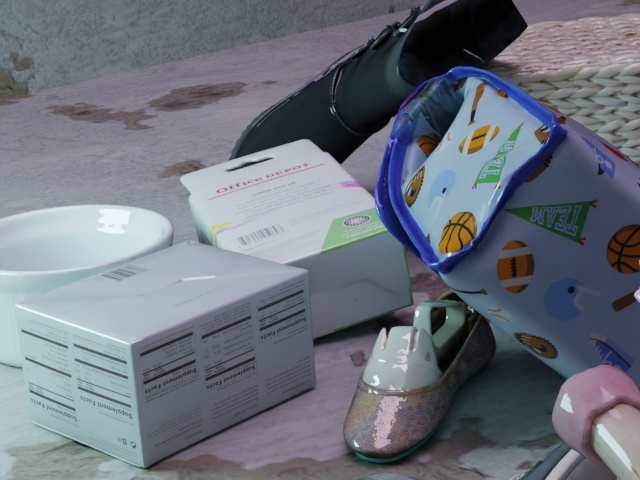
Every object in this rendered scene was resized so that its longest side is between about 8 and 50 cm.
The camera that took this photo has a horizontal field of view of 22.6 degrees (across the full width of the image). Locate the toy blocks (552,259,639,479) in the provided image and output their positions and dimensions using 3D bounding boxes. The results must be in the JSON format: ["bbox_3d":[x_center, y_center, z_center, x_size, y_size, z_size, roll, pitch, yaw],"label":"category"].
[{"bbox_3d":[0.317,0.189,1.201,0.308,0.289,0.260,-12,24,-12],"label":"toy blocks"}]

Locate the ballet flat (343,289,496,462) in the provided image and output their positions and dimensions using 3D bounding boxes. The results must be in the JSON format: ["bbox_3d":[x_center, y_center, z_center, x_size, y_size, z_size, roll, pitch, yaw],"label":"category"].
[{"bbox_3d":[0.104,0.130,1.732,0.107,0.106,0.316,3,20,22],"label":"ballet flat"}]

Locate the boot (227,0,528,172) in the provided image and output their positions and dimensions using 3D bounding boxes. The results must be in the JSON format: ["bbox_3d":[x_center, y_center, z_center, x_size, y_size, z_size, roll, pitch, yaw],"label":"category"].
[{"bbox_3d":[0.063,-0.188,2.270,0.367,0.146,0.445,-50,15,-18],"label":"boot"}]

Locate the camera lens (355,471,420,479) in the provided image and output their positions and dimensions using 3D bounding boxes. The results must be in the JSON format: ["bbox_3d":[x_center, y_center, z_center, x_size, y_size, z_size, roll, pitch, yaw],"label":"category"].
[{"bbox_3d":[-0.012,0.291,1.075,0.274,0.219,0.219,-15,21,-30],"label":"camera lens"}]

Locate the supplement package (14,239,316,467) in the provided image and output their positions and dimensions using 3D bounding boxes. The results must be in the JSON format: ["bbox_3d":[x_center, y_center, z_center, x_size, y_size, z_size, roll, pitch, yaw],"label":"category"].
[{"bbox_3d":[-0.169,0.117,1.773,0.204,0.145,0.261,13,24,42],"label":"supplement package"}]

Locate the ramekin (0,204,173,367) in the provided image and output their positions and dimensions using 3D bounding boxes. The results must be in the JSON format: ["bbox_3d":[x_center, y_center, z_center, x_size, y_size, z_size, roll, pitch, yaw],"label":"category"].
[{"bbox_3d":[-0.317,0.057,2.013,0.277,0.135,0.277,-4,18,1],"label":"ramekin"}]

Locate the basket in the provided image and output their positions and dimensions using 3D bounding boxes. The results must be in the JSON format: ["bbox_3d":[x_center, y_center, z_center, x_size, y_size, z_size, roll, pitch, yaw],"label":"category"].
[{"bbox_3d":[0.376,-0.169,2.342,0.331,0.267,0.328,-6,19,1],"label":"basket"}]

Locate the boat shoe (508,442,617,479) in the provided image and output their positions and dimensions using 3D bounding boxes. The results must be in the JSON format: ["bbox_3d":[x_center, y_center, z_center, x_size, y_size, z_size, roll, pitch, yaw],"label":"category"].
[{"bbox_3d":[0.158,0.242,1.363,0.099,0.116,0.319,13,29,33],"label":"boat shoe"}]

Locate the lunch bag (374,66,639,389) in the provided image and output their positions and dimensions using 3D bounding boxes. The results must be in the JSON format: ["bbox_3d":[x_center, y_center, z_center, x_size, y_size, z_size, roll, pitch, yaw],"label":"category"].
[{"bbox_3d":[0.244,-0.010,1.734,0.239,0.328,0.385,-48,22,10],"label":"lunch bag"}]

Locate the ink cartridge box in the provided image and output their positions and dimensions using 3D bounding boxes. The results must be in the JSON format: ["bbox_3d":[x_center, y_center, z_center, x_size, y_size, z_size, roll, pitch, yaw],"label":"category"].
[{"bbox_3d":[-0.041,-0.004,2.070,0.207,0.119,0.353,-18,27,-12],"label":"ink cartridge box"}]
